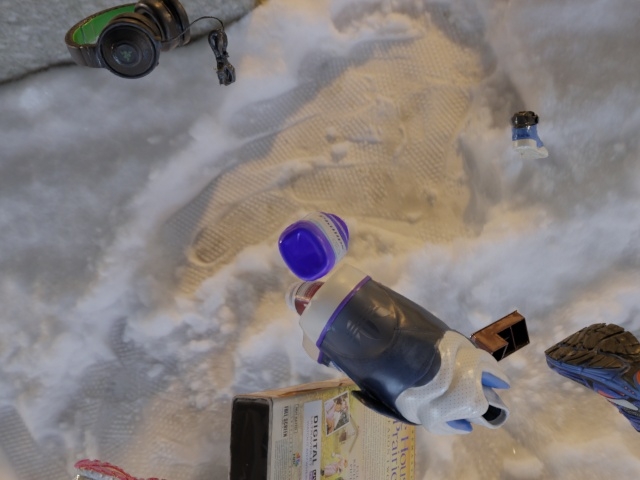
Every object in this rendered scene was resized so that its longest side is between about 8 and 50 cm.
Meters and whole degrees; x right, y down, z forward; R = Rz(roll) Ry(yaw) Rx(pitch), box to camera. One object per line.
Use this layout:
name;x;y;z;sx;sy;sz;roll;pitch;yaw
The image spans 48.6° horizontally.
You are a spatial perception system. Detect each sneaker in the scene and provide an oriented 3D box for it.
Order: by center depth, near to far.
sneaker;0.311;0.148;0.709;0.083;0.221;0.087;-24;108;-18
sneaker;0.104;0.148;0.831;0.236;0.323;0.130;37;84;13
sneaker;-0.306;0.456;1.188;0.252;0.103;0.111;22;79;-9
sneaker;0.405;-0.207;1.374;0.058;0.152;0.084;-3;85;31

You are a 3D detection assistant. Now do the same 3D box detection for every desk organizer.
desk organizer;0.324;0.177;1.268;0.050;0.130;0.047;40;135;36

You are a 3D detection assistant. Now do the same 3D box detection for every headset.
headset;-0.371;-0.433;1.567;0.395;0.185;0.243;8;43;26

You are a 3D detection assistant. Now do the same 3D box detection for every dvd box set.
dvd box set;0.021;0.343;0.967;0.062;0.420;0.307;0;86;30

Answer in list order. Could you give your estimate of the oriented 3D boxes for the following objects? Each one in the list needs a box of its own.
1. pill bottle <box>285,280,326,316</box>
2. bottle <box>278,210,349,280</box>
pill bottle;-0.004;0.128;1.485;0.152;0.086;0.086;6;78;52
bottle;0.000;0.000;1.447;0.092;0.283;0.118;-34;90;17
